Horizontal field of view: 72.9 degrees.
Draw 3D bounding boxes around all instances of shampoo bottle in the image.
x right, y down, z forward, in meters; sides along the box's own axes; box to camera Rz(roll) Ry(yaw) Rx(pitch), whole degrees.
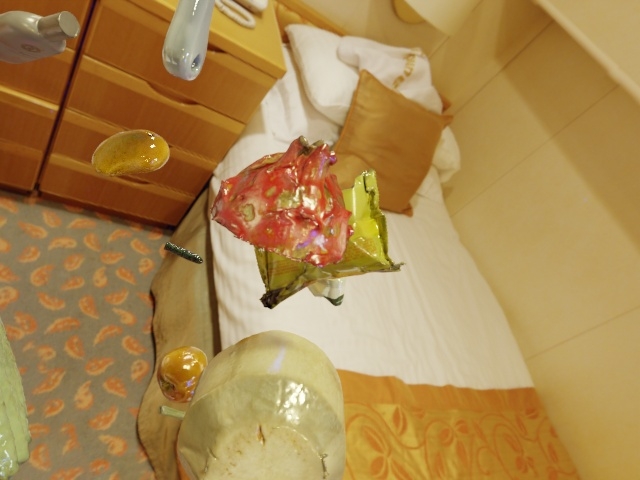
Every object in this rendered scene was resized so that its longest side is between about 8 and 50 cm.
[{"bbox_3d":[-0.400,-0.281,0.595,0.080,0.165,0.040,17,75,-66],"label":"shampoo bottle"}]

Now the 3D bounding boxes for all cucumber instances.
[{"bbox_3d":[-0.442,0.043,1.413,0.133,0.032,0.032,24,39,-3],"label":"cucumber"}]

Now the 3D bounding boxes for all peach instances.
[{"bbox_3d":[-0.342,0.332,1.091,0.138,0.138,0.138,26,40,-25],"label":"peach"}]

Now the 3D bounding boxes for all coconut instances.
[{"bbox_3d":[-0.097,0.327,0.797,0.323,0.323,0.322,26,40,-25],"label":"coconut"}]

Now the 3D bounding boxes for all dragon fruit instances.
[{"bbox_3d":[-0.023,-0.053,0.440,0.153,0.110,0.153,24,14,-7],"label":"dragon fruit"}]

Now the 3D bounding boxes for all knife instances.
[{"bbox_3d":[-0.144,-0.375,0.560,0.044,0.331,0.080,24,19,3],"label":"knife"}]

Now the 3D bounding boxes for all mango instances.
[{"bbox_3d":[-0.463,-0.214,1.058,0.178,0.090,0.115,-14,65,-12],"label":"mango"}]

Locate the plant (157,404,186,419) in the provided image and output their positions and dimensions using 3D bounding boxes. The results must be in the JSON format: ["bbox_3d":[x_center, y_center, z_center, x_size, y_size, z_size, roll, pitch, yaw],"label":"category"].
[{"bbox_3d":[-0.342,0.590,1.421,0.305,0.262,0.297,-70,155,-13],"label":"plant"}]

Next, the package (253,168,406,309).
[{"bbox_3d":[0.000,0.000,0.644,0.090,0.227,0.168,-1,77,-79],"label":"package"}]

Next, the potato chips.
[{"bbox_3d":[-0.545,0.152,0.681,0.070,0.359,0.428,-18,98,-33],"label":"potato chips"}]

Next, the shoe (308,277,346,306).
[{"bbox_3d":[-0.021,0.129,1.395,0.095,0.110,0.265,-18,23,-35],"label":"shoe"}]
